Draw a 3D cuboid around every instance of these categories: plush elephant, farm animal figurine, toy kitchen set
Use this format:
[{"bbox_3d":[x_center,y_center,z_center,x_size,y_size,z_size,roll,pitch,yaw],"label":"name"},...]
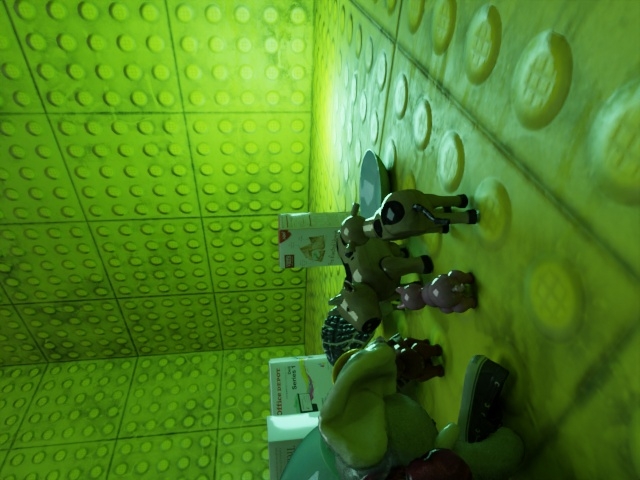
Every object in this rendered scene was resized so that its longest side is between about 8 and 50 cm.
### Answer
[{"bbox_3d":[0.103,0.258,0.387,0.255,0.330,0.271,-71,-21,-54],"label":"plush elephant"},{"bbox_3d":[0.092,0.050,0.661,0.326,0.172,0.330,-107,16,-65],"label":"farm animal figurine"},{"bbox_3d":[0.145,0.221,0.778,0.083,0.068,0.075,61,169,-22],"label":"toy kitchen set"}]

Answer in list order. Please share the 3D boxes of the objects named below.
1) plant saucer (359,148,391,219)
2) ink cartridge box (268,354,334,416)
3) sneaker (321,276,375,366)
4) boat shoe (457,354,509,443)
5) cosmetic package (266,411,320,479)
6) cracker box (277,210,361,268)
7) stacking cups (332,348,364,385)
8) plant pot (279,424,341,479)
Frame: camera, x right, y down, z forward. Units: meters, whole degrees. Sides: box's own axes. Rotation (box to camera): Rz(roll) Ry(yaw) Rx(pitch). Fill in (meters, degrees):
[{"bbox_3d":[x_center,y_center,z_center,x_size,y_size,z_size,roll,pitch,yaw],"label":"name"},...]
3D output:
[{"bbox_3d":[0.123,-0.103,0.913,0.195,0.038,0.194,177,90,-82],"label":"plant saucer"},{"bbox_3d":[-0.040,0.514,1.468,0.117,0.278,0.201,118,148,-77],"label":"ink cartridge box"},{"bbox_3d":[0.086,0.189,0.915,0.283,0.110,0.122,-55,-40,-56],"label":"sneaker"},{"bbox_3d":[0.186,0.197,0.477,0.040,0.049,0.142,18,122,41],"label":"boat shoe"},{"bbox_3d":[0.004,0.640,1.133,0.097,0.285,0.377,-113,21,-67],"label":"cosmetic package"},{"bbox_3d":[0.000,0.000,1.145,0.155,0.233,0.067,94,171,-47],"label":"cracker box"},{"bbox_3d":[0.103,0.307,0.840,0.316,0.096,0.096,64,-164,-57],"label":"stacking cups"},{"bbox_3d":[0.061,0.434,0.682,0.293,0.293,0.235,-110,32,-68],"label":"plant pot"}]
